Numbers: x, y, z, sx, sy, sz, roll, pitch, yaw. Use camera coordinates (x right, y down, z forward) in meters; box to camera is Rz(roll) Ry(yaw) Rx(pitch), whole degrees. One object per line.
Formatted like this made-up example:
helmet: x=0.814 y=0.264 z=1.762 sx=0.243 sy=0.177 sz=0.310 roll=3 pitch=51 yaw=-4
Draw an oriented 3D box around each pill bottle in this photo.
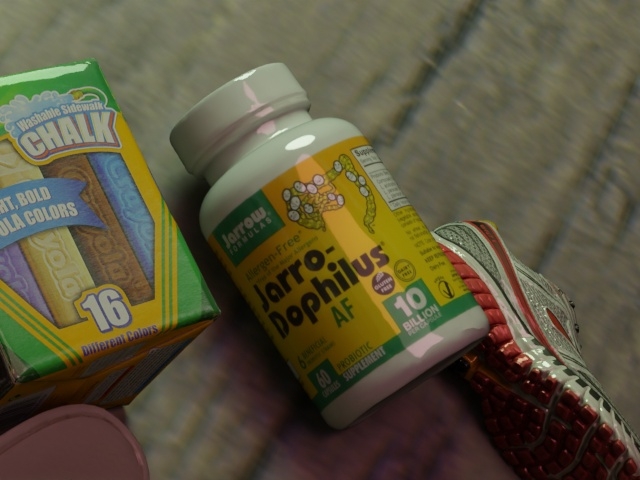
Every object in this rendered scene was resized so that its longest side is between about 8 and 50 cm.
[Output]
pill bottle: x=0.000 y=0.000 z=1.100 sx=0.118 sy=0.117 sz=0.208 roll=-27 pitch=79 yaw=-39

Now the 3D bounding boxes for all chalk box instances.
chalk box: x=-0.175 y=-0.009 z=0.990 sx=0.132 sy=0.132 sz=0.213 roll=-16 pitch=74 yaw=-36

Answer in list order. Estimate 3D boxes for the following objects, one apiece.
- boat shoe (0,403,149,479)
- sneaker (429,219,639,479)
boat shoe: x=-0.200 y=0.208 z=0.882 sx=0.112 sy=0.095 sz=0.335 roll=49 pitch=44 yaw=-17
sneaker: x=0.144 y=0.076 z=1.162 sx=0.093 sy=0.088 sz=0.225 roll=-33 pitch=84 yaw=-42
